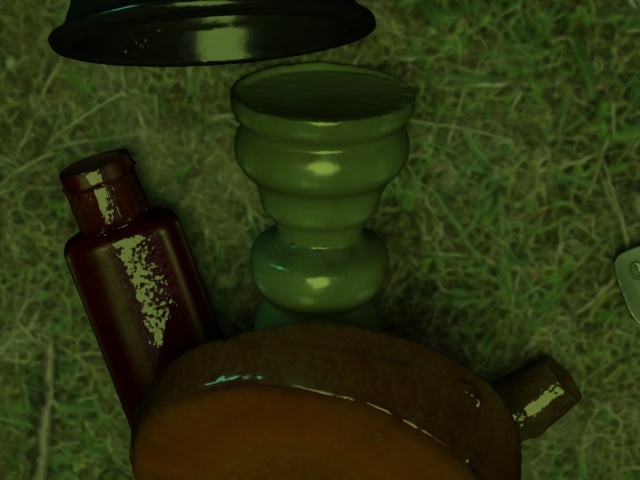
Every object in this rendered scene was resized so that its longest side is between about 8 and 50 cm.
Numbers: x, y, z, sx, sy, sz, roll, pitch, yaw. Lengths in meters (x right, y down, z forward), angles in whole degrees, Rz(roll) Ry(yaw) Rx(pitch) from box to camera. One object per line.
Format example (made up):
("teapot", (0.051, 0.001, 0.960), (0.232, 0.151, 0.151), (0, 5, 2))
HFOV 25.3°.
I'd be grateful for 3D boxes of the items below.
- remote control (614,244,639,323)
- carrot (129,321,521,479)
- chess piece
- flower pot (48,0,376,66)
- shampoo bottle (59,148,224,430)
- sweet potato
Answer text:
("remote control", (0.355, 0.003, 1.161), (0.229, 0.044, 0.073), (-20, 106, 16))
("carrot", (0.001, 0.183, 1.111), (0.307, 0.100, 0.258), (12, 125, 0))
("chess piece", (0.000, 0.000, 1.124), (0.145, 0.144, 0.251), (1, 114, 1))
("flower pot", (-0.084, -0.213, 1.026), (0.235, 0.235, 0.148), (-6, 88, 3))
("shampoo bottle", (-0.142, 0.056, 1.172), (0.102, 0.064, 0.260), (-16, 107, 9))
("sweet potato", (0.096, 0.199, 1.216), (0.281, 0.059, 0.067), (-42, 119, 15))
